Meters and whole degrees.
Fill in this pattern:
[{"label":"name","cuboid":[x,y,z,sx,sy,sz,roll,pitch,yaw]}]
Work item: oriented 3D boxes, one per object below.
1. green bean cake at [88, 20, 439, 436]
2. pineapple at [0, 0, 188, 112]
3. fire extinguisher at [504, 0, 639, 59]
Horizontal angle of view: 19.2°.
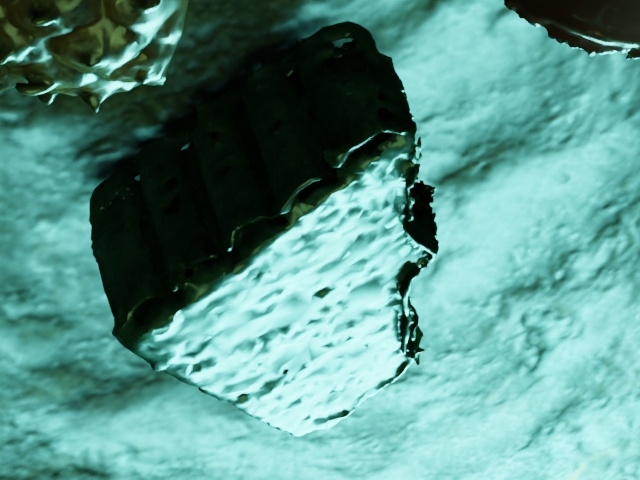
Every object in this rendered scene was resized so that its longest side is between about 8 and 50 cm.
[{"label":"green bean cake","cuboid":[0.000,0.000,1.018,0.193,0.107,0.208,-37,141,13]},{"label":"pineapple","cuboid":[-0.232,-0.129,0.731,0.365,0.165,0.165,-1,138,-14]},{"label":"fire extinguisher","cuboid":[0.162,-0.243,0.824,0.147,0.106,0.337,17,131,-8]}]
